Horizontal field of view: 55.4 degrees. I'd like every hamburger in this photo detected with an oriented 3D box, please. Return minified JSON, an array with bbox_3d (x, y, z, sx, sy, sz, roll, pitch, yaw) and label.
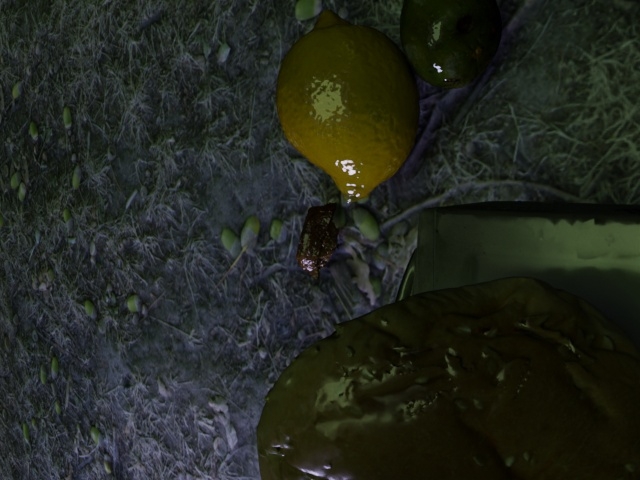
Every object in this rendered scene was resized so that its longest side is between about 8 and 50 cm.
[{"bbox_3d":[0.094,0.161,0.414,0.134,0.266,0.284,-115,13,-72],"label":"hamburger"}]

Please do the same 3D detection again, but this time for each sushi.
[{"bbox_3d":[0.000,0.001,0.908,0.060,0.061,0.118,15,109,4],"label":"sushi"}]

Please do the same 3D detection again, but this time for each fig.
[{"bbox_3d":[0.137,-0.260,0.728,0.156,0.123,0.123,47,122,36],"label":"fig"}]

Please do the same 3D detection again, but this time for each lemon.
[{"bbox_3d":[0.036,-0.172,0.777,0.187,0.187,0.244,-12,89,40],"label":"lemon"}]

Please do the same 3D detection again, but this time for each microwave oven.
[{"bbox_3d":[0.263,0.161,0.586,0.333,0.247,0.394,4,98,38],"label":"microwave oven"}]
